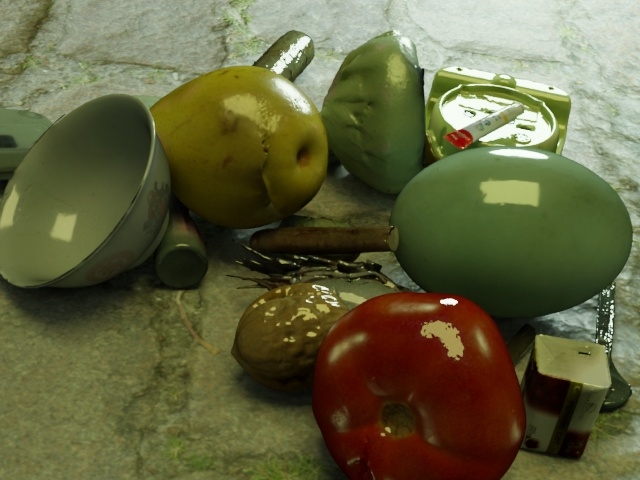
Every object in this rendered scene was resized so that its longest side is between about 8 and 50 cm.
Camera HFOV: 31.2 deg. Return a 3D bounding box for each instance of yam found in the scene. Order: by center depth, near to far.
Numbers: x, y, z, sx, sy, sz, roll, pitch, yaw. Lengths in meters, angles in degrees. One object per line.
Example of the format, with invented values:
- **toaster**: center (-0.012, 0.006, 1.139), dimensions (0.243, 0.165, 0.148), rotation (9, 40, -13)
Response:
- **yam**: center (0.000, 0.000, 1.822), dimensions (0.263, 0.046, 0.046), rotation (-1, 31, 28)
- **yam**: center (-0.090, -0.349, 2.347), dimensions (0.093, 0.093, 0.259), rotation (19, 39, 13)

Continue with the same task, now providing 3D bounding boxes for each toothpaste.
- **toothpaste**: center (0.307, -0.212, 2.108), dimensions (0.190, 0.031, 0.048), rotation (-28, 54, -33)

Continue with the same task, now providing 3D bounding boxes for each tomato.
- **tomato**: center (0.141, 0.203, 1.540), dimensions (0.298, 0.299, 0.226), rotation (27, 19, 22)

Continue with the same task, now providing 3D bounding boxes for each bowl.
- **bowl**: center (-0.342, -0.049, 1.806), dimensions (0.157, 0.345, 0.345), rotation (38, 14, -43)

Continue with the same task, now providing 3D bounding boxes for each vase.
- **vase**: center (-0.236, -0.015, 1.895), dimensions (0.086, 0.086, 0.214), rotation (0, 33, -11)

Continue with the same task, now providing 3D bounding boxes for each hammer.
- **hammer**: center (0.255, 0.209, 1.740), dimensions (0.125, 0.027, 0.297), rotation (33, 44, 22)

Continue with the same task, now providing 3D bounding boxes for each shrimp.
- **shrimp**: center (0.017, 0.078, 1.790), dimensions (0.343, 0.116, 0.145), rotation (18, 37, 1)

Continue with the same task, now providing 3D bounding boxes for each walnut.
- **walnut**: center (-0.040, 0.142, 1.661), dimensions (0.184, 0.155, 0.155), rotation (-15, 41, -8)

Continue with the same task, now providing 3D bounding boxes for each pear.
- **pear**: center (-0.146, -0.152, 1.913), dimensions (0.284, 0.285, 0.336), rotation (-20, 10, -33)

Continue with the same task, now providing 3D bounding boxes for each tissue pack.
- **tissue pack**: center (0.340, 0.224, 1.635), dimensions (0.106, 0.149, 0.099), rotation (9, 37, 1)

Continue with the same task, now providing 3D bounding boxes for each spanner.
- **spanner**: center (0.460, 0.159, 1.847), dimensions (0.093, 0.026, 0.325), rotation (15, 37, 7)

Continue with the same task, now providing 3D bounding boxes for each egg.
- **egg**: center (0.303, -0.013, 1.831), dimensions (0.388, 0.276, 0.276), rotation (1, 37, -1)

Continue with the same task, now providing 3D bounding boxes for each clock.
- **clock**: center (0.333, -0.200, 2.213), dimensions (0.286, 0.117, 0.348), rotation (13, 37, 6)

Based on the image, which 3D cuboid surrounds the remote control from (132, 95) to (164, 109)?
- **remote control**: center (-0.256, -0.241, 2.214), dimensions (0.233, 0.038, 0.098), rotation (1, 38, -11)

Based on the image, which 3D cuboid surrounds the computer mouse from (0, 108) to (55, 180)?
- **computer mouse**: center (-0.610, -0.159, 1.995), dimensions (0.330, 0.095, 0.197), rotation (-2, 39, -27)

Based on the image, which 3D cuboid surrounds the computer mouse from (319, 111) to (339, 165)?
- **computer mouse**: center (-0.055, -0.195, 2.148), dimensions (0.159, 0.097, 0.288), rotation (33, 44, 32)

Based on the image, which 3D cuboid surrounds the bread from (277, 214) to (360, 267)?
- **bread**: center (-0.001, 0.008, 1.900), dimensions (0.157, 0.094, 0.083), rotation (13, 81, 18)

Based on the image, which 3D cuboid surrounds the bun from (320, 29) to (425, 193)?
- **bun**: center (0.088, -0.232, 2.081), dimensions (0.187, 0.293, 0.293), rotation (-1, 38, -3)
